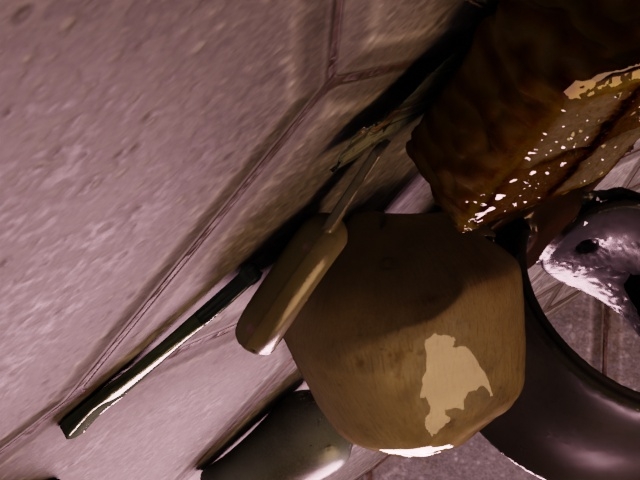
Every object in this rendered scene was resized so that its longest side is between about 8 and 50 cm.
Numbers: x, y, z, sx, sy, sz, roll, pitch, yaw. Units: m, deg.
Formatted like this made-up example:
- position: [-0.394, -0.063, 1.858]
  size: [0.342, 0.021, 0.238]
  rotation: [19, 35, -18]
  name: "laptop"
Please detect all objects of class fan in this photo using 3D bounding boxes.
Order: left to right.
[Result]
- position: [-0.119, 0.083, 1.154]
  size: [0.193, 0.016, 0.038]
  rotation: [-40, 170, 2]
  name: "fan"

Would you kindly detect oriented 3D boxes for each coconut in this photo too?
- position: [0.076, 0.067, 1.299]
  size: [0.224, 0.224, 0.224]
  rotation: [-39, 167, -11]
  name: "coconut"

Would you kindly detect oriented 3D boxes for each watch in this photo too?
- position: [0.277, 0.062, 1.531]
  size: [0.335, 0.327, 0.314]
  rotation: [-30, 164, -42]
  name: "watch"

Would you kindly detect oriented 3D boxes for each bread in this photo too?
- position: [0.171, -0.103, 1.083]
  size: [0.181, 0.096, 0.222]
  rotation: [-20, 160, -28]
  name: "bread"

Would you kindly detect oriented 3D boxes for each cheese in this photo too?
- position: [0.000, 0.000, 1.154]
  size: [0.192, 0.037, 0.097]
  rotation: [-56, 180, 28]
  name: "cheese"

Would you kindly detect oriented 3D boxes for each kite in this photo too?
- position: [0.128, -0.164, 1.047]
  size: [0.335, 0.011, 0.314]
  rotation: [-45, 169, 9]
  name: "kite"

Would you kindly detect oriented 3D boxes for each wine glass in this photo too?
- position: [-0.020, 0.224, 1.724]
  size: [0.231, 0.103, 0.103]
  rotation: [-39, 167, 4]
  name: "wine glass"

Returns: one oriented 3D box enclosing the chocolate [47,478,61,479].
- position: [-0.241, 0.264, 1.262]
  size: [0.125, 0.080, 0.148]
  rotation: [-34, 164, -26]
  name: "chocolate"
